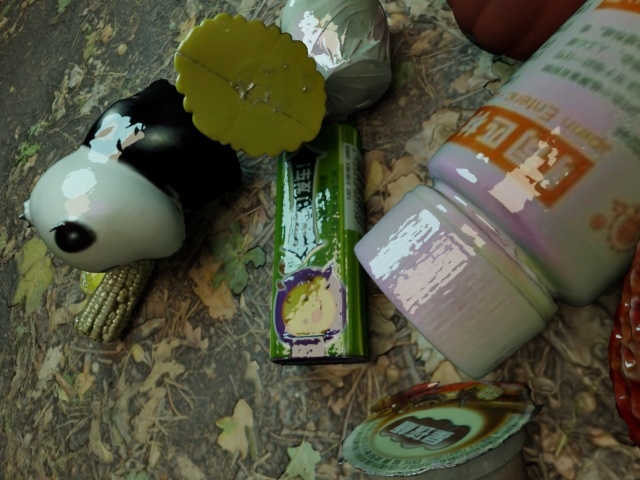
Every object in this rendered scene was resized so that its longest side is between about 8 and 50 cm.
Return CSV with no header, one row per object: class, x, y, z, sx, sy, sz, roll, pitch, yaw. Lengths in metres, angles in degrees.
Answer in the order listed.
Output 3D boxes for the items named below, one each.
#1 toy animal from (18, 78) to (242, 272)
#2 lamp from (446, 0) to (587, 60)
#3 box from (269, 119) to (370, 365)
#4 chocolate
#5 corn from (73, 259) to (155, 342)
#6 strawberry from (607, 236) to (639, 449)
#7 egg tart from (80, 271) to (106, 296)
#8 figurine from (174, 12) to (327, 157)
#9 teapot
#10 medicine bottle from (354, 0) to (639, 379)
toy animal,-0.312,-0.090,0.754,0.251,0.250,0.310,21,56,34
lamp,0.262,-0.335,0.559,0.227,0.227,0.226,-10,68,27
box,0.000,0.000,0.663,0.134,0.097,0.344,-8,68,19
chocolate,0.141,0.241,0.471,0.222,0.221,0.147,-22,91,22
corn,-0.370,0.091,0.856,0.087,0.087,0.210,26,81,34
strawberry,0.322,0.061,0.367,0.253,0.281,0.150,-59,17,18
egg tart,-0.439,0.066,0.925,0.105,0.039,0.105,-10,68,27
figurine,-0.119,-0.227,0.712,0.315,0.188,0.167,-133,44,-69
teapot,0.008,-0.279,0.719,0.222,0.163,0.178,-25,66,22
medicine bottle,0.236,-0.057,0.472,0.388,0.219,0.219,-45,57,10
